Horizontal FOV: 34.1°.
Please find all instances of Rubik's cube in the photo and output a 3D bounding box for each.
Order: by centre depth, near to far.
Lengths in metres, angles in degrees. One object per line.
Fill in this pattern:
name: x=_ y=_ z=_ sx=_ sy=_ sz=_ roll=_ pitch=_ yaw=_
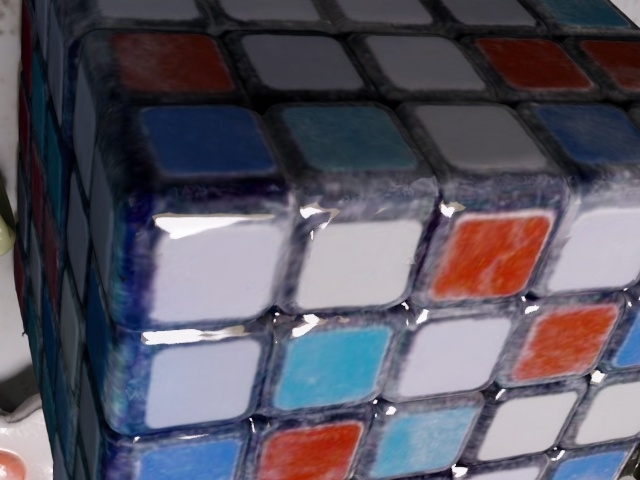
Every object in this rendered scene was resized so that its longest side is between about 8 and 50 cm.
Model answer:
Rubik's cube: x=0.000 y=0.000 z=0.556 sx=0.293 sy=0.292 sz=0.287 roll=-3 pitch=131 yaw=-20

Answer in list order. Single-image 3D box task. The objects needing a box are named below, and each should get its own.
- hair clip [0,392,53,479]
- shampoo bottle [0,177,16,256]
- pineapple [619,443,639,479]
hair clip: x=-0.273 y=0.129 z=0.707 sx=0.257 sy=0.075 sz=0.146 roll=26 pitch=120 yaw=-34
shampoo bottle: x=-0.259 y=-0.004 z=0.581 sx=0.162 sy=0.079 sz=0.079 roll=-20 pitch=135 yaw=-7
pineapple: x=0.306 y=0.115 z=0.915 sx=0.169 sy=0.169 sz=0.340 roll=-22 pitch=141 yaw=-5
